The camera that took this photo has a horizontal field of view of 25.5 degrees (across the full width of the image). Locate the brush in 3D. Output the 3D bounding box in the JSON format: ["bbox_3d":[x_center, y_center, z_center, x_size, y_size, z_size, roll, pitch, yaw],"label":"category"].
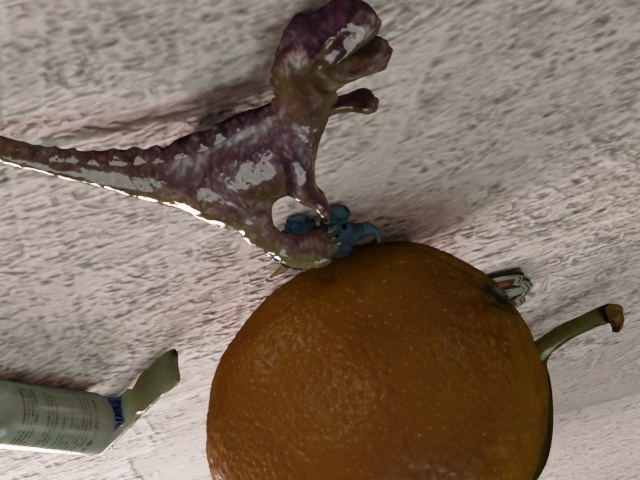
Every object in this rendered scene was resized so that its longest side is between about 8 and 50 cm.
[{"bbox_3d":[-0.167,0.139,1.210,0.030,0.033,0.178,11,147,-27],"label":"brush"}]

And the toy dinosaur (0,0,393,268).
[{"bbox_3d":[-0.076,-0.050,0.787,0.251,0.072,0.200,-8,150,9],"label":"toy dinosaur"}]

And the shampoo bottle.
[{"bbox_3d":[-0.241,0.137,1.114,0.056,0.056,0.195,-26,157,22],"label":"shampoo bottle"}]

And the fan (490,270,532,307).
[{"bbox_3d":[0.088,0.076,1.281,0.220,0.009,0.132,-18,159,2],"label":"fan"}]

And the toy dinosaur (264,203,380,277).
[{"bbox_3d":[0.000,0.000,0.990,0.083,0.030,0.047,-17,160,0],"label":"toy dinosaur"}]

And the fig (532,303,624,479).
[{"bbox_3d":[0.186,0.144,1.405,0.151,0.151,0.259,1,128,-40],"label":"fig"}]

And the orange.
[{"bbox_3d":[0.046,0.127,1.053,0.264,0.264,0.264,-15,159,-6],"label":"orange"}]
